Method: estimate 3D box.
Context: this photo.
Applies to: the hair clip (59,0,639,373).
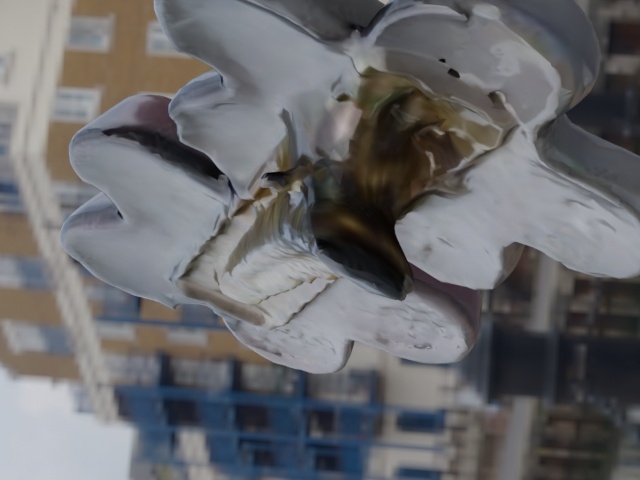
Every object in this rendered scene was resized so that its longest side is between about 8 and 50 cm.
[{"bbox_3d":[0.002,-0.007,0.512,0.257,0.146,0.075,148,141,-72],"label":"hair clip"}]
